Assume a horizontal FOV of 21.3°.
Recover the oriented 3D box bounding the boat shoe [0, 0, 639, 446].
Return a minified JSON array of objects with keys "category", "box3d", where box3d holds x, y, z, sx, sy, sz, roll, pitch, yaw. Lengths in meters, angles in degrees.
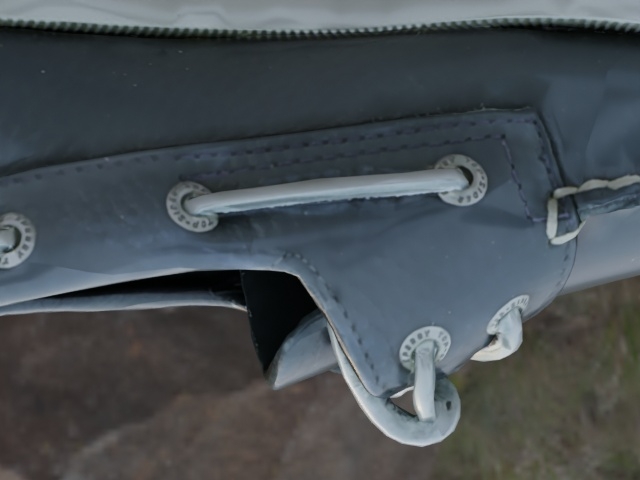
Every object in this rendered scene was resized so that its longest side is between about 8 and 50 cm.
[{"category":"boat shoe","box3d":[0.000,0.000,0.390,0.319,0.099,0.116,4,164,-9]}]
